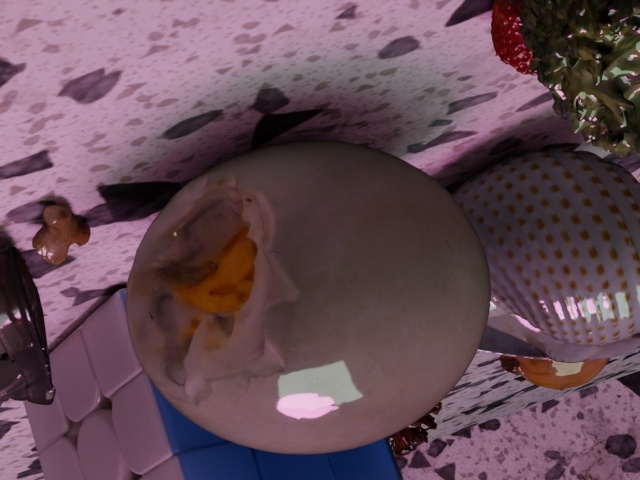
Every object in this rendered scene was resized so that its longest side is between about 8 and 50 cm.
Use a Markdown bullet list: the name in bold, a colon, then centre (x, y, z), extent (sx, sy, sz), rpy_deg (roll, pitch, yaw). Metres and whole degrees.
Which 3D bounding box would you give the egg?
- **egg**: centre (0.006, 0.050, 1.173), extent (0.278, 0.278, 0.336), rpy_deg (-32, 157, 35)

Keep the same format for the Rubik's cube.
- **Rubik's cube**: centre (-0.134, 0.223, 1.525), extent (0.292, 0.290, 0.291), rpy_deg (-6, 158, -41)

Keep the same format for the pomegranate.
- **pomegranate**: centre (0.345, 0.125, 1.933), extent (0.191, 0.191, 0.191), rpy_deg (-18, 163, -6)

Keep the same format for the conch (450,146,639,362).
- **conch**: centre (0.228, 0.015, 1.445), extent (0.319, 0.215, 0.303), rpy_deg (10, 159, 8)

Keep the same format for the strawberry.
- **strawberry**: centre (0.163, -0.169, 1.039), extent (0.073, 0.073, 0.083), rpy_deg (-29, 151, 28)

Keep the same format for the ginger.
- **ginger**: centre (-0.232, -0.006, 1.153), extent (0.048, 0.030, 0.097), rpy_deg (-47, 167, -6)

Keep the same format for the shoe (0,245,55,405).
- **shoe**: centre (-0.333, 0.095, 1.234), extent (0.149, 0.109, 0.293), rpy_deg (-12, 159, -12)

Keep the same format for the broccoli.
- **broccoli**: centre (0.278, -0.175, 0.899), extent (0.260, 0.235, 0.288), rpy_deg (15, 171, 3)

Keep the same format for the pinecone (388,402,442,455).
- **pinecone**: centre (0.099, 0.241, 2.039), extent (0.150, 0.195, 0.179), rpy_deg (-33, -176, -32)
